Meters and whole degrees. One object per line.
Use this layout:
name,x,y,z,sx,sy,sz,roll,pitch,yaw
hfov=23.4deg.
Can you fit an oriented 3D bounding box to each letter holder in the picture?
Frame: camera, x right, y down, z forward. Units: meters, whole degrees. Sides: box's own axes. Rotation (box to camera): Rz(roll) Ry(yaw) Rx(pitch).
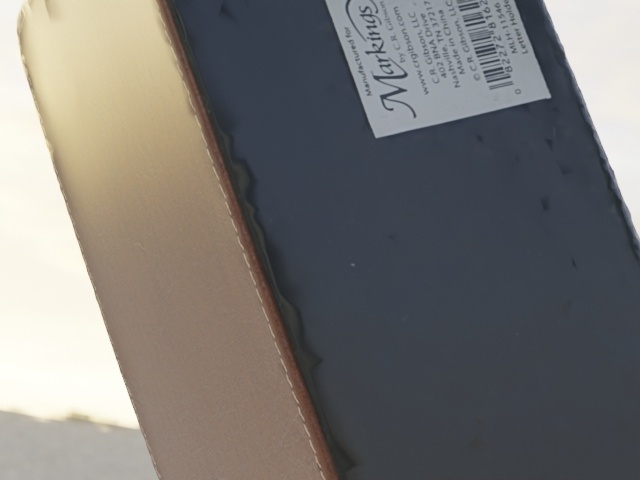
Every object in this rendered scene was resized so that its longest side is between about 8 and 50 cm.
letter holder,0.000,0.000,0.639,0.152,0.302,0.214,-16,-10,-25
